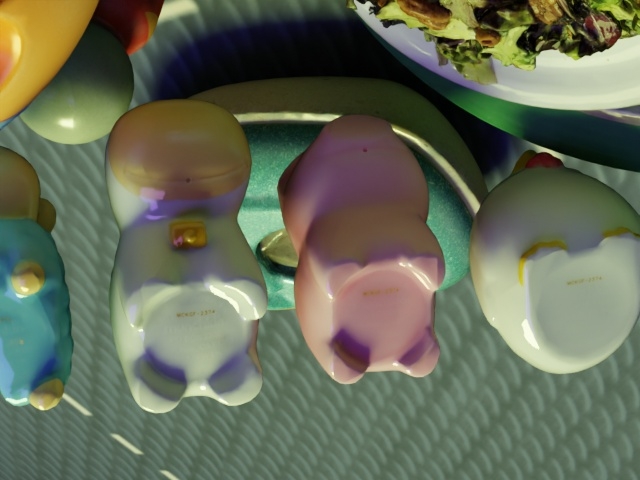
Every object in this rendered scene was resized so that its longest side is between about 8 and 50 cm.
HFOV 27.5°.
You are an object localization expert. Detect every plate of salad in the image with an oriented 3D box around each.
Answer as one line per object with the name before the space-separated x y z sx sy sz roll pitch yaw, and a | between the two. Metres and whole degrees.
plate of salad | 0.087 -0.114 0.567 0.199 0.048 0.200 16 152 9

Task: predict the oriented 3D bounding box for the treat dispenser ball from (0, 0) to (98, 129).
treat dispenser ball | -0.233 -0.165 0.583 0.288 0.288 0.288 13 149 8

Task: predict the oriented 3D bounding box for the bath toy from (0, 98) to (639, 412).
bath toy | 0.000 0.000 0.685 0.348 0.129 0.151 -1 111 -14

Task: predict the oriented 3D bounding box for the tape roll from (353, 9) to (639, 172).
tape roll | 0.154 -0.153 0.585 0.321 0.077 0.321 17 152 9

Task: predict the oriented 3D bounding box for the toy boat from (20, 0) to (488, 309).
toy boat | -0.058 -0.047 0.811 0.267 0.148 0.318 -7 141 36
